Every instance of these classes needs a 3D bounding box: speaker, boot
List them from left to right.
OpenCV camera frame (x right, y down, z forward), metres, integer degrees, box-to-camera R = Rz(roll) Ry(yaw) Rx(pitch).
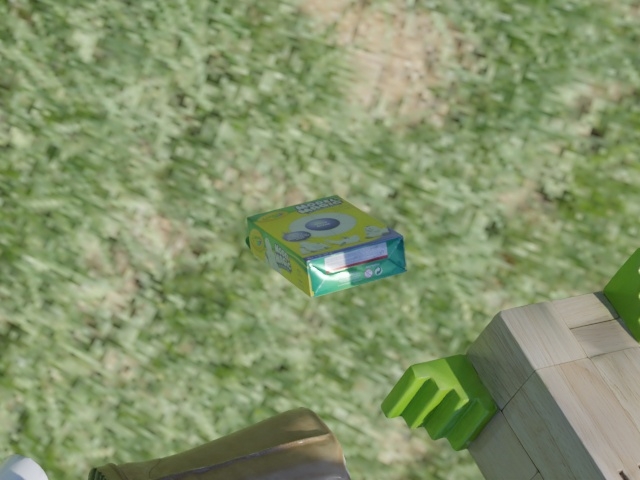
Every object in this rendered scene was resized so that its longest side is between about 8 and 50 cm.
[{"bbox_3d":[-0.306,0.256,1.620,0.136,0.055,0.055,-50,143,-54],"label":"speaker"},{"bbox_3d":[-0.084,0.281,1.880,0.270,0.236,0.089,-11,130,-28],"label":"boot"}]

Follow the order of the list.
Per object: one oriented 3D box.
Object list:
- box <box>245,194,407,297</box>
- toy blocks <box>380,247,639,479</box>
[{"bbox_3d":[0.000,0.000,1.717,0.105,0.179,0.043,-15,110,-21],"label":"box"},{"bbox_3d":[0.267,0.156,1.188,0.381,0.261,0.190,-9,147,-36],"label":"toy blocks"}]
